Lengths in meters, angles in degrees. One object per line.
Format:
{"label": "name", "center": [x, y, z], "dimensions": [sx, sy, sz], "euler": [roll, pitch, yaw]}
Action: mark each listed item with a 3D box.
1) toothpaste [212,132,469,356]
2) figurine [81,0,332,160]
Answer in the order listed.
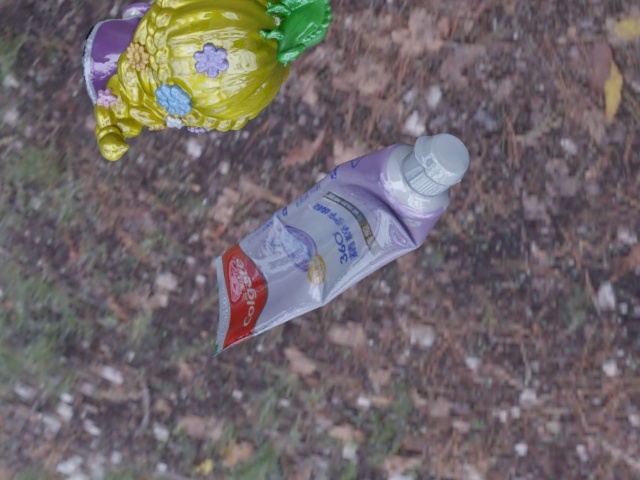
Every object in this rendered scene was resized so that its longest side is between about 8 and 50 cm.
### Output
{"label": "toothpaste", "center": [0.000, 0.000, 0.976], "dimensions": [0.301, 0.048, 0.075], "euler": [-34, 76, 53]}
{"label": "figurine", "center": [-0.066, -0.098, 0.850], "dimensions": [0.156, 0.115, 0.095], "euler": [-6, 141, 30]}
